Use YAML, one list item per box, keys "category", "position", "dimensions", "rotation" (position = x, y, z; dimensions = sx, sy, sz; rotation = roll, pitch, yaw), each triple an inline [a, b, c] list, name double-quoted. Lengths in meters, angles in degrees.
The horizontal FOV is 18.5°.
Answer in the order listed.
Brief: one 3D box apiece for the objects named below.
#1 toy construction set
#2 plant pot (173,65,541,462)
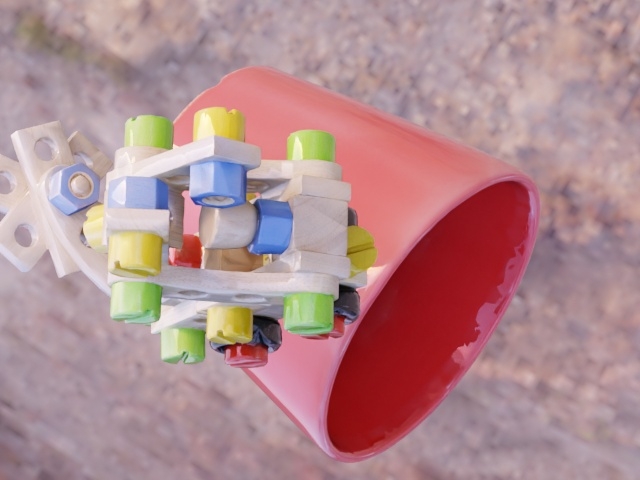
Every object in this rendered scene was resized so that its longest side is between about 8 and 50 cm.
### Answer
- category: "toy construction set"
  position: [-0.092, 0.003, 1.221]
  dimensions: [0.215, 0.151, 0.327]
  rotation: [8, 178, -29]
- category: "plant pot"
  position: [0.000, 0.000, 1.567]
  dimensions: [0.243, 0.275, 0.275]
  rotation: [35, 158, 24]
